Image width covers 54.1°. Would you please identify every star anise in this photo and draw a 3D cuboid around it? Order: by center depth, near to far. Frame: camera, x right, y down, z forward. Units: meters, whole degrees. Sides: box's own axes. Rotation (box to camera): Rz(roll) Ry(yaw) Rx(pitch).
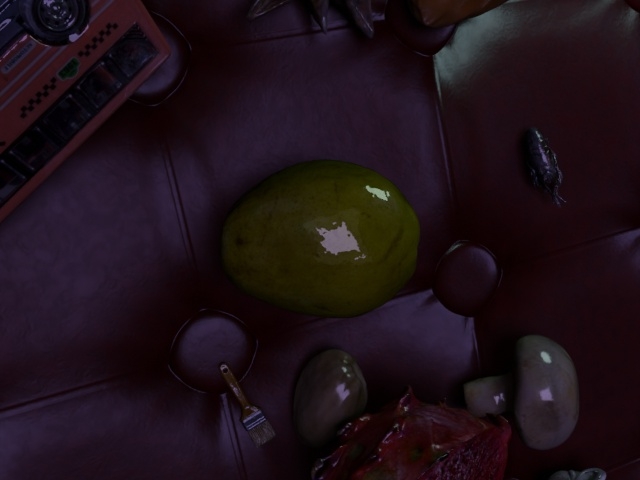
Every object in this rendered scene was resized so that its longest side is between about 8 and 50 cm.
[{"bbox_3d":[-0.020,-0.480,1.001,0.349,0.109,0.293,-4,90,-27],"label":"star anise"}]

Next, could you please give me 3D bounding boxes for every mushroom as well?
[{"bbox_3d":[0.392,0.290,1.186,0.206,0.209,0.207,25,50,-33],"label":"mushroom"}]

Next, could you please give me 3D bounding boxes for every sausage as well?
[{"bbox_3d":[0.255,-0.458,1.078,0.241,0.120,0.136,-25,136,-11],"label":"sausage"}]

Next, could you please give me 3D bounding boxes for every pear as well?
[{"bbox_3d":[0.000,0.000,0.988,0.306,0.253,0.253,-4,98,-1],"label":"pear"}]

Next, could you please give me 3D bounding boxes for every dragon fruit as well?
[{"bbox_3d":[0.133,0.413,1.059,0.386,0.249,0.371,-45,138,-17],"label":"dragon fruit"}]

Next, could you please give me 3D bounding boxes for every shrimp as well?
[{"bbox_3d":[0.429,-0.137,1.200,0.056,0.065,0.165,-16,108,18],"label":"shrimp"}]

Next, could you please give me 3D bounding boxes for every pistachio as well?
[{"bbox_3d":[0.014,0.281,1.096,0.126,0.108,0.186,19,98,7],"label":"pistachio"}]

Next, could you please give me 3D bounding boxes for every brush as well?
[{"bbox_3d":[-0.133,0.285,1.097,0.043,0.014,0.170,-30,102,-10],"label":"brush"}]

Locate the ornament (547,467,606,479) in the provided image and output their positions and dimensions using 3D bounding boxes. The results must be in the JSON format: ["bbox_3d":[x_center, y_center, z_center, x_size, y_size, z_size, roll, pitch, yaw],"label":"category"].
[{"bbox_3d":[0.523,0.534,1.243,0.177,0.177,0.178,-2,97,-17],"label":"ornament"}]

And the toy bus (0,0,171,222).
[{"bbox_3d":[-0.424,-0.204,0.837,0.427,0.203,0.233,-47,148,-7],"label":"toy bus"}]
